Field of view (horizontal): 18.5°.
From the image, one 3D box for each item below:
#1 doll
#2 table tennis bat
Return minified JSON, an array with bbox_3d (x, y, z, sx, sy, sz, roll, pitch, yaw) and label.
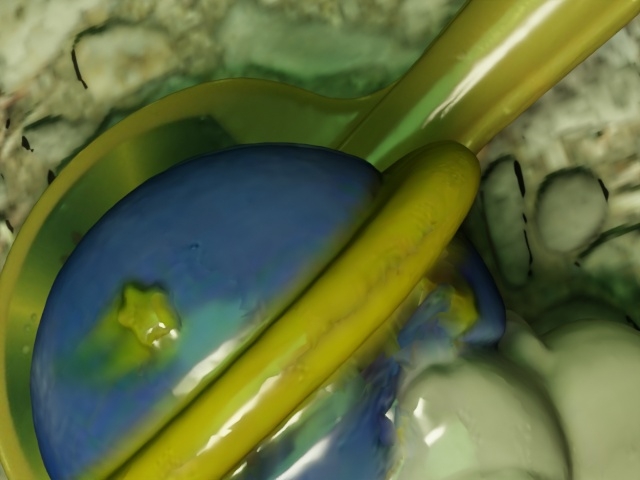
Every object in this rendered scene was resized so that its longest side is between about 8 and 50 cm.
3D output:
[{"bbox_3d":[0.048,0.050,0.622,0.311,0.159,0.242,-40,84,3],"label":"doll"},{"bbox_3d":[0.000,0.000,0.746,0.321,0.050,0.198,-46,67,11],"label":"table tennis bat"}]
